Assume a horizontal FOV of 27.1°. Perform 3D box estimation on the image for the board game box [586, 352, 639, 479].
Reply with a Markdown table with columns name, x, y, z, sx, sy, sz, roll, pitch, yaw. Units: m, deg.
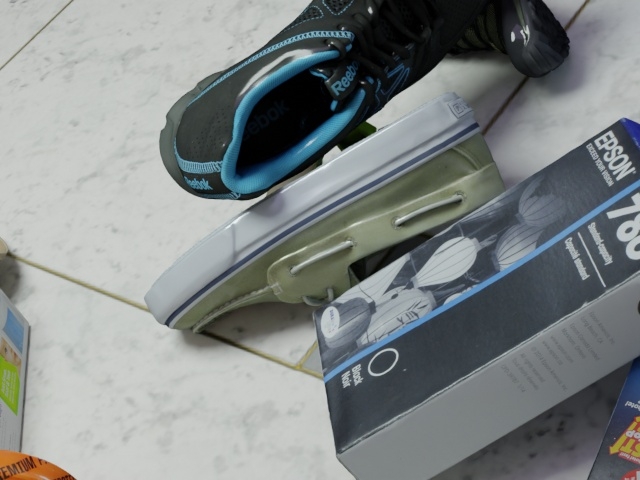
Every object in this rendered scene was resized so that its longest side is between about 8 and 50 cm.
| name | x | y | z | sx | sy | sz | roll | pitch | yaw |
| --- | --- | --- | --- | --- | --- | --- | --- | --- | --- |
| board game box | 0.255 | 0.110 | 0.790 | 0.194 | 0.060 | 0.194 | 20 | 60 | 43 |

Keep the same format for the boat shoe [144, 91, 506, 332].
| name | x | y | z | sx | sy | sz | roll | pitch | yaw |
| --- | --- | --- | --- | --- | --- | --- | --- | --- | --- |
| boat shoe | 0.000 | 0.000 | 1.023 | 0.302 | 0.094 | 0.109 | -32 | -4 | 17 |

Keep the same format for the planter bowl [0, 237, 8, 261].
| name | x | y | z | sx | sy | sz | roll | pitch | yaw |
| --- | --- | --- | --- | --- | --- | --- | --- | --- | --- |
| planter bowl | -0.381 | 0.017 | 1.198 | 0.162 | 0.162 | 0.109 | 34 | 95 | 47 |

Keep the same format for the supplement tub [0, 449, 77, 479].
| name | x | y | z | sx | sy | sz | roll | pitch | yaw |
| --- | --- | --- | --- | --- | --- | --- | --- | --- | --- |
| supplement tub | -0.196 | 0.294 | 0.741 | 0.207 | 0.207 | 0.338 | -24 | 39 | 6 |

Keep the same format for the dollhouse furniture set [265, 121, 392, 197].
| name | x | y | z | sx | sy | sz | roll | pitch | yaw |
| --- | --- | --- | --- | --- | --- | --- | --- | --- | --- |
| dollhouse furniture set | 0.021 | -0.049 | 1.123 | 0.152 | 0.058 | 0.076 | -23 | 44 | 37 |

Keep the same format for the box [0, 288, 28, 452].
| name | x | y | z | sx | sy | sz | roll | pitch | yaw |
| --- | --- | --- | --- | --- | --- | --- | --- | --- | --- |
| box | -0.311 | 0.118 | 1.066 | 0.103 | 0.114 | 0.203 | -21 | 42 | 10 |

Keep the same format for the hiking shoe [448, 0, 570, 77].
| name | x | y | z | sx | sy | sz | roll | pitch | yaw |
| --- | --- | --- | --- | --- | --- | --- | --- | --- | --- |
| hiking shoe | 0.140 | -0.192 | 1.177 | 0.114 | 0.086 | 0.227 | -38 | 34 | 14 |

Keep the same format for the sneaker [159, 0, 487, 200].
| name | x | y | z | sx | sy | sz | roll | pitch | yaw |
| --- | --- | --- | --- | --- | --- | --- | --- | --- | --- |
| sneaker | 0.032 | -0.144 | 1.038 | 0.341 | 0.125 | 0.140 | -44 | 20 | -6 |

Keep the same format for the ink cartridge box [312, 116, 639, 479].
| name | x | y | z | sx | sy | sz | roll | pitch | yaw |
| --- | --- | --- | --- | --- | --- | --- | --- | --- | --- |
| ink cartridge box | 0.150 | 0.026 | 0.873 | 0.333 | 0.065 | 0.165 | -32 | 29 | 12 |
